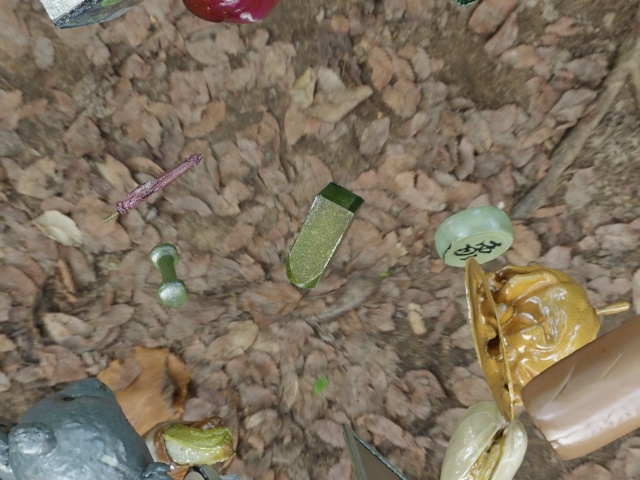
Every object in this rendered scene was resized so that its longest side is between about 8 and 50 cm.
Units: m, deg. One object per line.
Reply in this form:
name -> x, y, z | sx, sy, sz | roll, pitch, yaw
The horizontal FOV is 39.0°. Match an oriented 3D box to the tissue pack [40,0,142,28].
tissue pack -> -0.283, -0.401, 1.352 | 0.235, 0.173, 0.073 | -24, 99, 26

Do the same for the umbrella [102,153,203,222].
umbrella -> -0.235, -0.075, 1.265 | 0.165, 0.027, 0.025 | -34, 83, -6

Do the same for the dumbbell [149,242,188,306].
dumbbell -> -0.240, 0.053, 1.427 | 0.046, 0.118, 0.052 | -20, 129, -4

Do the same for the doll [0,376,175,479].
doll -> -0.330, 0.233, 1.108 | 0.245, 0.340, 0.158 | 24, 80, -36

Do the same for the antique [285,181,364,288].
antique -> 0.000, 0.000, 1.796 | 0.081, 0.080, 0.221 | 31, 120, 8

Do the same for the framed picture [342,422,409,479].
framed picture -> 0.124, 0.375, 1.238 | 0.231, 0.293, 0.018 | 43, 92, -9

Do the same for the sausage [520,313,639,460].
sausage -> 0.402, 0.163, 1.137 | 0.304, 0.121, 0.121 | -33, 87, 11

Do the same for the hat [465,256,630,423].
hat -> 0.363, 0.129, 1.373 | 0.233, 0.234, 0.244 | -12, 46, -3

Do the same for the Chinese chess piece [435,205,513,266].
Chinese chess piece -> 0.281, -0.005, 1.652 | 0.144, 0.144, 0.059 | -12, 62, -2

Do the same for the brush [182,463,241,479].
brush -> -0.047, 0.369, 0.983 | 0.327, 0.065, 0.070 | 44, 118, 37

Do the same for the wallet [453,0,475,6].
wallet -> 0.280, -0.547, 1.583 | 0.055, 0.160, 0.236 | 13, 64, -36

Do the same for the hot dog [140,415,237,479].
hot dog -> -0.230, 0.323, 1.399 | 0.261, 0.123, 0.093 | -30, 70, 26

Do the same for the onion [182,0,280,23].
onion -> -0.167, -0.510, 1.739 | 0.216, 0.207, 0.206 | 0, 56, 23

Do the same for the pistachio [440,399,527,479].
pistachio -> 0.333, 0.445, 1.871 | 0.157, 0.157, 0.230 | 27, 92, 1
